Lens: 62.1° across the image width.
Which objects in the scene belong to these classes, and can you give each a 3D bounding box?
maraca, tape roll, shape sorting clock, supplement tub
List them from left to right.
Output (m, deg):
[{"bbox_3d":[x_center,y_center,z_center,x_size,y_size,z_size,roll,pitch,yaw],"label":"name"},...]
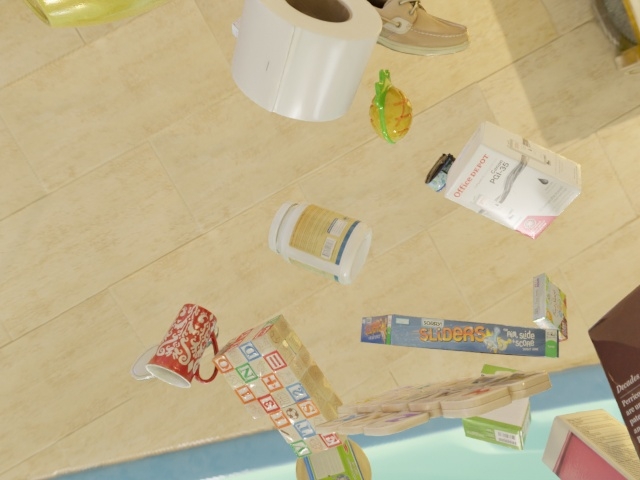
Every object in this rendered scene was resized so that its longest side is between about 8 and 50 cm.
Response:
[{"bbox_3d":[-0.030,-0.358,0.974,0.246,0.246,0.169,17,135,-7],"label":"tape roll"},{"bbox_3d":[0.000,0.000,1.184,0.199,0.144,0.145,21,91,17],"label":"supplement tub"},{"bbox_3d":[0.035,0.615,1.418,0.206,0.206,0.040,0,134,-7],"label":"shape sorting clock"},{"bbox_3d":[0.159,-0.308,1.236,0.099,0.186,0.127,1,56,25],"label":"maraca"}]

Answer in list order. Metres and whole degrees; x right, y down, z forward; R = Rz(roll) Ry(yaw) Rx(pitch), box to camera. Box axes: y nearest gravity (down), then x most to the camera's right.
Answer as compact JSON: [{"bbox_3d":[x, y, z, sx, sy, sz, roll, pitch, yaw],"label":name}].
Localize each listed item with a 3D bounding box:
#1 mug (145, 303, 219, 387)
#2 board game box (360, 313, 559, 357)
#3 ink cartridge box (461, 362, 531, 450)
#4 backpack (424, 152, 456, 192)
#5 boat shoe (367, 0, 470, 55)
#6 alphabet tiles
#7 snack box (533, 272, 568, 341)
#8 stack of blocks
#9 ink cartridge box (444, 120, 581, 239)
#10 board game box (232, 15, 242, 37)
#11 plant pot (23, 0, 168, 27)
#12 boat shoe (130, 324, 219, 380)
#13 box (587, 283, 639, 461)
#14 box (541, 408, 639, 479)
[{"bbox_3d":[-0.311,0.254,1.261,0.150,0.113,0.169,51,47,-38],"label":"mug"},{"bbox_3d":[0.163,0.118,0.656,0.201,0.136,0.035,6,80,-10],"label":"board game box"},{"bbox_3d":[0.600,0.540,1.757,0.255,0.188,0.097,-46,129,-44],"label":"ink cartridge box"},{"bbox_3d":[0.387,-0.204,1.658,0.084,0.105,0.114,37,97,-6],"label":"backpack"},{"bbox_3d":[0.174,-0.502,1.200,0.340,0.122,0.110,17,131,16],"label":"boat shoe"},{"bbox_3d":[0.143,0.203,0.687,0.277,0.284,0.021,-6,76,-31],"label":"alphabet tiles"},{"bbox_3d":[0.562,0.164,1.301,0.100,0.037,0.141,40,45,-20],"label":"snack box"},{"bbox_3d":[-0.082,0.332,1.183,0.171,0.087,0.297,-30,99,29],"label":"stack of blocks"},{"bbox_3d":[0.500,-0.155,1.407,0.282,0.207,0.117,25,47,-1],"label":"ink cartridge box"},{"bbox_3d":[-0.049,-0.628,1.640,0.318,0.066,0.318,-42,93,-11],"label":"board game box"},{"bbox_3d":[-0.195,-0.222,0.410,0.095,0.134,0.134,-43,97,-14],"label":"plant pot"},{"bbox_3d":[-0.393,0.306,1.458,0.254,0.079,0.095,-36,62,-25],"label":"boat shoe"},{"bbox_3d":[0.412,0.217,0.469,0.191,0.382,0.143,14,136,-11],"label":"box"},{"bbox_3d":[0.608,0.477,1.104,0.148,0.232,0.127,0,109,-22],"label":"box"}]
